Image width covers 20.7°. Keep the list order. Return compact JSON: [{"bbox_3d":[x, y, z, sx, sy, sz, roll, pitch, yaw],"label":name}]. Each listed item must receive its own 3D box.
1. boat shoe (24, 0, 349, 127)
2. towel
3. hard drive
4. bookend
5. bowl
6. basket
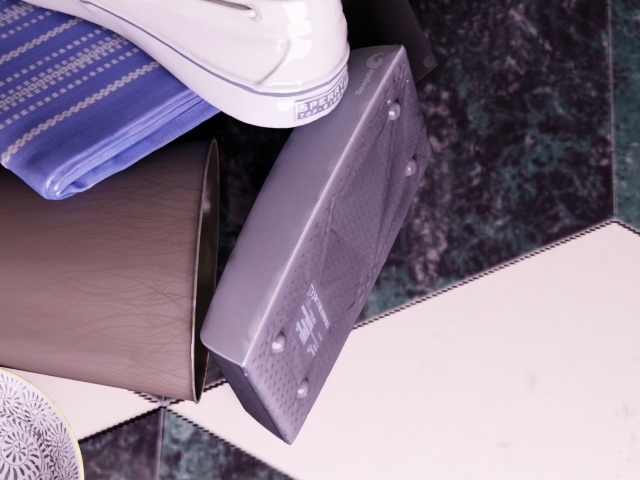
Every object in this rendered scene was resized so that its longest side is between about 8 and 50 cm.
[{"bbox_3d":[-0.133,-0.222,1.191,0.367,0.156,0.136,35,53,26],"label":"boat shoe"},{"bbox_3d":[-0.205,-0.167,1.270,0.243,0.040,0.336,-34,57,-31],"label":"towel"},{"bbox_3d":[0.000,0.000,1.231,0.054,0.172,0.255,19,69,20],"label":"hard drive"},{"bbox_3d":[-0.010,-0.190,1.340,0.072,0.156,0.157,-40,33,-17],"label":"bookend"},{"bbox_3d":[-0.243,0.175,1.185,0.170,0.080,0.170,2,68,-4],"label":"bowl"},{"bbox_3d":[-0.190,0.014,1.218,0.226,0.154,0.204,3,49,1],"label":"basket"}]
